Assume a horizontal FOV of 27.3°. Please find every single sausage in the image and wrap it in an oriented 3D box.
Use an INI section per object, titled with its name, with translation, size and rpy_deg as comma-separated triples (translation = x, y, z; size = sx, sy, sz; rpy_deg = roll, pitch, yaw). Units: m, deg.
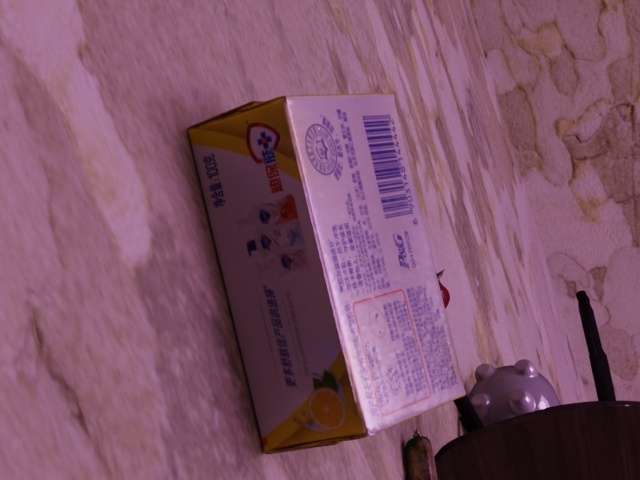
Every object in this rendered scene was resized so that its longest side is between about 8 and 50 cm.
[sausage]
translation = 0.117, 0.324, 1.386
size = 0.033, 0.032, 0.269
rpy_deg = 54, 26, -56

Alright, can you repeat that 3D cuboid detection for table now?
[table]
translation = 0.260, 0.201, 1.622
size = 0.249, 0.317, 0.317
rpy_deg = -110, 175, -47

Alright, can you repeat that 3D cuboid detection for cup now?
[cup]
translation = 0.274, 0.257, 1.835
size = 0.173, 0.134, 0.142
rpy_deg = -94, 162, -52

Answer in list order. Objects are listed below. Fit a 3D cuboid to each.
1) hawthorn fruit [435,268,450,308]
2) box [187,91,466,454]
[hawthorn fruit]
translation = 0.103, 0.061, 1.470
size = 0.093, 0.093, 0.093
rpy_deg = -14, 90, -76
[box]
translation = 0.009, 0.019, 1.042
size = 0.168, 0.097, 0.265
rpy_deg = -14, 89, -56
